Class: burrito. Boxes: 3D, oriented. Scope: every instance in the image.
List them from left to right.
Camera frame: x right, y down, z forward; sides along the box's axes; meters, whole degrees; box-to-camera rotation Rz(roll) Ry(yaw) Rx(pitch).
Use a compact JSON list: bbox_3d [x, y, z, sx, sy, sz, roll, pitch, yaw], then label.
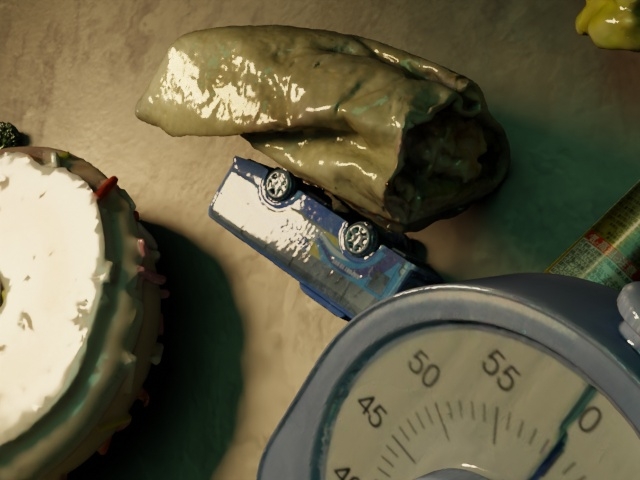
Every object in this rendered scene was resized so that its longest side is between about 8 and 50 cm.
[{"bbox_3d":[-0.004,-0.127,0.957,0.332,0.135,0.190,25,36,30],"label":"burrito"}]

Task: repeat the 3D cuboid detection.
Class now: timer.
[{"bbox_3d":[0.135,0.191,0.702,0.395,0.173,0.395,2,93,45],"label":"timer"}]

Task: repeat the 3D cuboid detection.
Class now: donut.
[{"bbox_3d":[-0.322,0.083,1.049,0.383,0.142,0.382,-8,67,20],"label":"donut"}]

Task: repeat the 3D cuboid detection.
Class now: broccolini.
[{"bbox_3d":[-0.411,-0.087,1.223,0.140,0.035,0.030,-44,55,4],"label":"broccolini"}]

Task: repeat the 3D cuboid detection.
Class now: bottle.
[{"bbox_3d":[0.296,-0.025,0.852,0.286,0.082,0.082,-45,59,2],"label":"bottle"}]

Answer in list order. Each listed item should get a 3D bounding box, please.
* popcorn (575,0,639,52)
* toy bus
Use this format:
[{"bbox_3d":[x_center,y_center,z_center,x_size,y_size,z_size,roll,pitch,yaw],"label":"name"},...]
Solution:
[{"bbox_3d":[0.330,-0.295,0.842,0.312,0.312,0.312,-9,66,21],"label":"popcorn"},{"bbox_3d":[0.001,0.002,0.983,0.236,0.079,0.094,35,102,31],"label":"toy bus"}]
